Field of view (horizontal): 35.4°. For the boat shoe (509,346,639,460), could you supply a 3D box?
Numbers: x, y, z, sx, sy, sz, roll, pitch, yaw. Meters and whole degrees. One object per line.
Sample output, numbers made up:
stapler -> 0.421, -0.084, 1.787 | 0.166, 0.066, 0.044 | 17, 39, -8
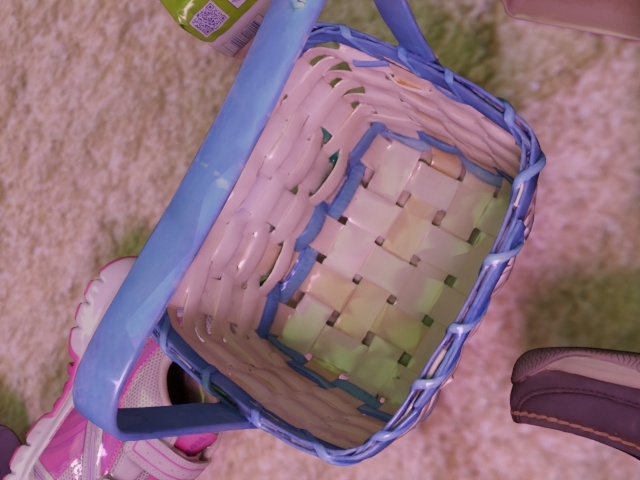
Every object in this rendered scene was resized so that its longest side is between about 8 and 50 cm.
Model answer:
boat shoe -> 0.258, 0.148, 0.511 | 0.356, 0.132, 0.130 | 17, 87, 26

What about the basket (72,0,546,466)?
basket -> 0.000, 0.000, 0.564 | 0.201, 0.289, 0.254 | 29, 88, 21

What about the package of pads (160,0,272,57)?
package of pads -> -0.078, -0.319, 0.773 | 0.229, 0.101, 0.296 | -41, 66, 12

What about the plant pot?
plant pot -> 0.179, -0.203, 0.641 | 0.109, 0.109, 0.096 | 17, 73, 26

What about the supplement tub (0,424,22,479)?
supplement tub -> -0.326, 0.180, 0.770 | 0.198, 0.106, 0.106 | -6, 77, 21

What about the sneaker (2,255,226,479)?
sneaker -> -0.133, 0.141, 0.696 | 0.111, 0.103, 0.252 | 16, 86, 27
